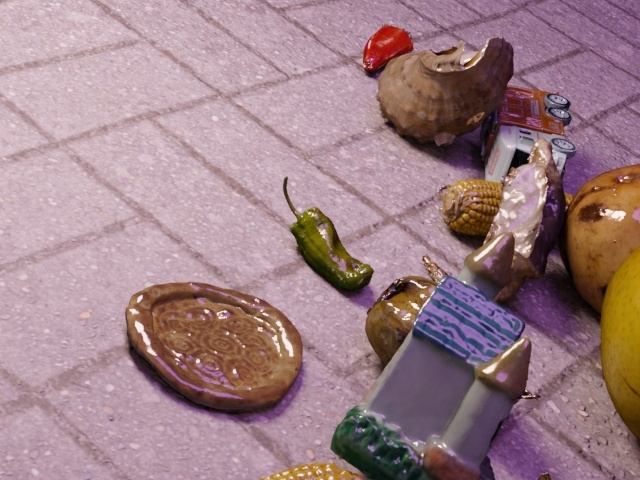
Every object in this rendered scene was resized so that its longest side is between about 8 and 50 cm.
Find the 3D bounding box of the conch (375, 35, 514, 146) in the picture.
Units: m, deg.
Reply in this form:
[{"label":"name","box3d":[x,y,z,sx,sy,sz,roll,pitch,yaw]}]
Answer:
[{"label":"conch","box3d":[0.254,-0.287,2.299,0.263,0.186,0.324,-28,12,-15]}]

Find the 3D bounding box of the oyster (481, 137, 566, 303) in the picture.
[{"label":"oyster","box3d":[0.331,-0.012,2.002,0.110,0.166,0.341,13,43,22]}]

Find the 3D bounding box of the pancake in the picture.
[{"label":"pancake","box3d":[-0.138,0.136,1.644,0.250,0.031,0.250,17,33,-12]}]

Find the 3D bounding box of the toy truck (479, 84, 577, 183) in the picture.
[{"label":"toy truck","box3d":[0.388,-0.188,2.351,0.162,0.136,0.305,15,30,-1]}]

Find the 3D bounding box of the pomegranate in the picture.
[{"label":"pomegranate","box3d":[0.537,0.006,2.047,0.281,0.281,0.281,16,33,-11]}]

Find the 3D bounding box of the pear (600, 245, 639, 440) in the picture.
[{"label":"pear","box3d":[0.591,0.163,1.757,0.362,0.362,0.418,-6,52,-38]}]

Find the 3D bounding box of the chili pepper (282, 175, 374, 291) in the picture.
[{"label":"chili pepper","box3d":[0.002,-0.001,1.896,0.204,0.073,0.072,50,22,18]}]

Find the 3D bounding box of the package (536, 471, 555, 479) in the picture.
[{"label":"package","box3d":[0.350,0.388,1.500,0.226,0.090,0.168,35,21,-28]}]

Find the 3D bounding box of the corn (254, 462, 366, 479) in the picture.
[{"label":"corn","box3d":[-0.091,0.333,1.294,0.387,0.144,0.144,-9,44,-37]}]

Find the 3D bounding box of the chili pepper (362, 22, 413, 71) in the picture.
[{"label":"chili pepper","box3d":[0.126,-0.387,2.548,0.088,0.065,0.169,16,35,18]}]

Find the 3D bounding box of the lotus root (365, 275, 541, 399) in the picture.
[{"label":"lotus root","box3d":[0.184,0.160,1.713,0.278,0.154,0.154,35,34,20]}]

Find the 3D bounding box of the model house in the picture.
[{"label":"model house","box3d":[0.183,0.150,1.482,0.194,0.325,0.267,30,5,11]}]

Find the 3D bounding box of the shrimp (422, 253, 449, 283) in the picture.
[{"label":"shrimp","box3d":[0.174,0.062,1.955,0.083,0.023,0.114,-3,44,-31]}]

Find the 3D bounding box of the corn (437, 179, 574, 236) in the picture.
[{"label":"corn","box3d":[0.337,-0.051,2.155,0.293,0.106,0.106,6,36,-31]}]
